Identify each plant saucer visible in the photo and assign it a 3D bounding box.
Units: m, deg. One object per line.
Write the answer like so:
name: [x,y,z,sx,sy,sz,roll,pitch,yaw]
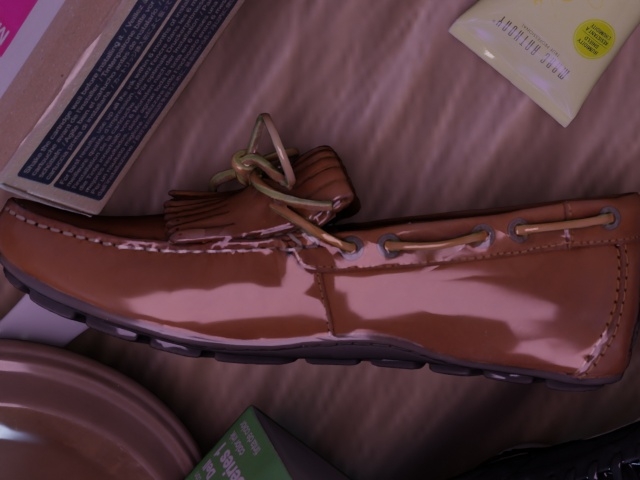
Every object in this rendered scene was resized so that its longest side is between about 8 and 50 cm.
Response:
plant saucer: [-0.203,0.181,0.980,0.278,0.041,0.277,-3,124,-4]

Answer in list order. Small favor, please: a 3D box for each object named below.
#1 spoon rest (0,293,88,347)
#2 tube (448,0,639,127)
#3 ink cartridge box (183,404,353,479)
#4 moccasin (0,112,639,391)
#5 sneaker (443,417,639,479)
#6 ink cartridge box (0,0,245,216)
spoon rest: [-0.246,0.120,1.007,0.137,0.084,0.276,44,102,-3]
tube: [0.186,-0.182,0.909,0.240,0.062,0.070,-49,52,18]
ink cartridge box: [-0.051,0.273,0.944,0.201,0.117,0.278,40,94,-25]
moccasin: [0.000,0.000,0.926,0.380,0.139,0.146,5,95,9]
sneaker: [0.140,0.156,0.892,0.217,0.121,0.079,-22,87,52]
ink cartridge box: [-0.163,-0.160,0.885,0.235,0.088,0.193,43,103,31]
